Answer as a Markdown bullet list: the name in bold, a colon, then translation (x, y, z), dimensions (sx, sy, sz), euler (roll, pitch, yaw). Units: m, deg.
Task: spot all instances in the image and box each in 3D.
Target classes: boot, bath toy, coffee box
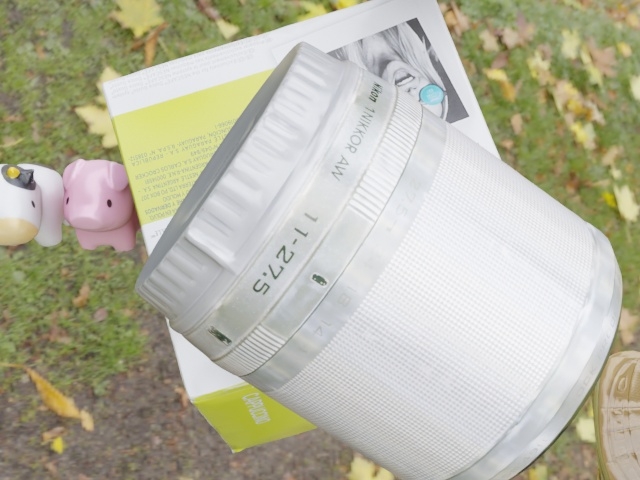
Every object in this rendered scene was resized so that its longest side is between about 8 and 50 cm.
- **boot**: translation (0.321, 0.258, 1.070), dimensions (0.095, 0.203, 0.261), euler (-10, 79, -8)
- **bath toy**: translation (-0.258, -0.050, 1.096), dimensions (0.151, 0.348, 0.129), euler (-83, 173, -62)
- **coffee box**: translation (0.000, 0.000, 1.048), dimensions (0.338, 0.337, 0.334), euler (-17, 71, -5)

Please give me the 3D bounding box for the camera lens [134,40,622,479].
- **camera lens**: translation (0.043, 0.025, 0.671), dimensions (0.274, 0.219, 0.219), euler (34, 55, -11)
